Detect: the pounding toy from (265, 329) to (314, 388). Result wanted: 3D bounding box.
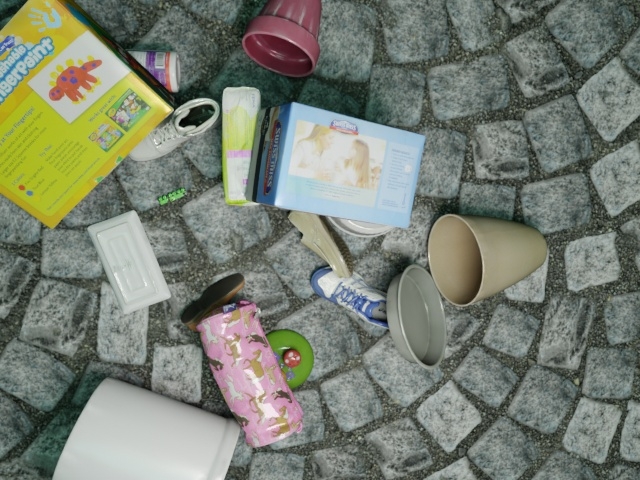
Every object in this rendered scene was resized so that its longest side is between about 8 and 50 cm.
[{"bbox_3d":[-0.132,0.356,1.584,0.237,0.110,0.182,3,96,-6],"label":"pounding toy"}]

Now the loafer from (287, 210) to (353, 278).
[{"bbox_3d":[0.000,0.000,1.566,0.092,0.102,0.268,-33,83,18],"label":"loafer"}]

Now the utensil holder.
[{"bbox_3d":[-0.451,0.572,1.473,0.386,0.327,0.327,23,93,-5],"label":"utensil holder"}]

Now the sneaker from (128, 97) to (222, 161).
[{"bbox_3d":[-0.394,-0.298,1.456,0.293,0.169,0.108,-28,100,-1],"label":"sneaker"}]

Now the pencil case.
[{"bbox_3d":[-0.186,0.352,1.476,0.167,0.160,0.385,-26,87,38],"label":"pencil case"}]

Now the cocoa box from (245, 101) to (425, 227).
[{"bbox_3d":[0.031,-0.172,1.308,0.348,0.228,0.231,8,95,-25],"label":"cocoa box"}]

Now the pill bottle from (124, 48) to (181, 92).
[{"bbox_3d":[-0.474,-0.448,1.461,0.194,0.108,0.108,1,96,-5],"label":"pill bottle"}]

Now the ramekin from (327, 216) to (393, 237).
[{"bbox_3d":[0.134,-0.138,1.547,0.273,0.127,0.272,0,96,-5],"label":"ramekin"}]

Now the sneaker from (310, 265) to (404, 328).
[{"bbox_3d":[0.114,0.162,1.578,0.297,0.131,0.111,24,95,-6],"label":"sneaker"}]

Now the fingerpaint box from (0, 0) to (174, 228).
[{"bbox_3d":[-0.646,-0.314,1.336,0.445,0.163,0.371,-42,119,10],"label":"fingerpaint box"}]

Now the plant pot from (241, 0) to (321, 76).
[{"bbox_3d":[-0.083,-0.562,1.456,0.202,0.201,0.180,20,79,-8],"label":"plant pot"}]

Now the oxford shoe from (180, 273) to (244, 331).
[{"bbox_3d":[-0.294,0.177,1.579,0.212,0.076,0.076,-40,129,-3],"label":"oxford shoe"}]

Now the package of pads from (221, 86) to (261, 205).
[{"bbox_3d":[-0.202,-0.239,1.451,0.101,0.229,0.296,-1,96,-6],"label":"package of pads"}]

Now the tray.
[{"bbox_3d":[-0.538,0.064,1.551,0.145,0.030,0.270,-21,98,-2],"label":"tray"}]

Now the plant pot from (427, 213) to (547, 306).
[{"bbox_3d":[0.489,0.039,1.564,0.274,0.256,0.256,-7,97,-22],"label":"plant pot"}]

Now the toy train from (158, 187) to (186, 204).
[{"bbox_3d":[-0.414,-0.123,1.549,0.083,0.017,0.023,-23,108,-3],"label":"toy train"}]

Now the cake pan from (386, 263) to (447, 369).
[{"bbox_3d":[0.269,0.214,1.546,0.054,0.293,0.293,-15,99,33],"label":"cake pan"}]
